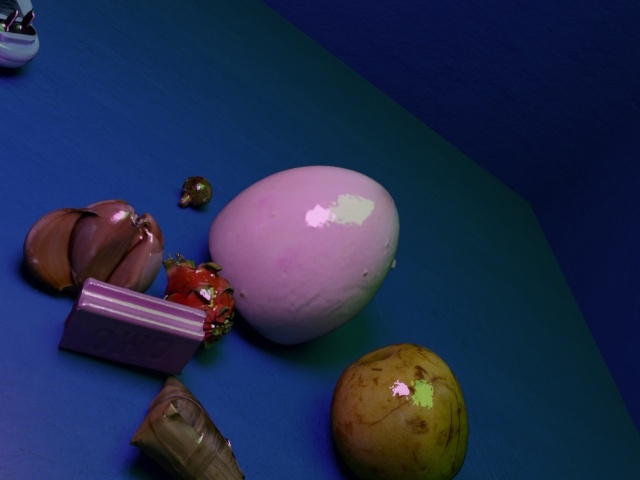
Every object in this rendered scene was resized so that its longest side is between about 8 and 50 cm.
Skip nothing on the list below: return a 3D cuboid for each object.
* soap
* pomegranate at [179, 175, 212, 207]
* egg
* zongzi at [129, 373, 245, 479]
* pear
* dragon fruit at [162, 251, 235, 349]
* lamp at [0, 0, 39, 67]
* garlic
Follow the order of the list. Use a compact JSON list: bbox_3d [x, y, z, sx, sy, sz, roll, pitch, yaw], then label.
[{"bbox_3d":[-0.298,0.142,1.009,0.203,0.122,0.066,19,39,-23],"label":"soap"},{"bbox_3d":[-0.290,-0.112,1.439,0.084,0.073,0.073,-8,56,-37],"label":"pomegranate"},{"bbox_3d":[0.000,0.000,1.304,0.354,0.339,0.355,45,25,-27],"label":"egg"},{"bbox_3d":[-0.191,0.318,0.996,0.205,0.094,0.204,51,-2,-11],"label":"zongzi"},{"bbox_3d":[0.152,0.340,1.208,0.283,0.283,0.284,31,31,-21],"label":"pear"},{"bbox_3d":[-0.235,0.092,1.165,0.135,0.137,0.236,-14,52,-15],"label":"dragon fruit"},{"bbox_3d":[-0.701,-0.482,1.320,0.284,0.147,0.209,43,29,17],"label":"lamp"},{"bbox_3d":[-0.377,0.012,1.079,0.214,0.191,0.160,24,7,-11],"label":"garlic"}]
